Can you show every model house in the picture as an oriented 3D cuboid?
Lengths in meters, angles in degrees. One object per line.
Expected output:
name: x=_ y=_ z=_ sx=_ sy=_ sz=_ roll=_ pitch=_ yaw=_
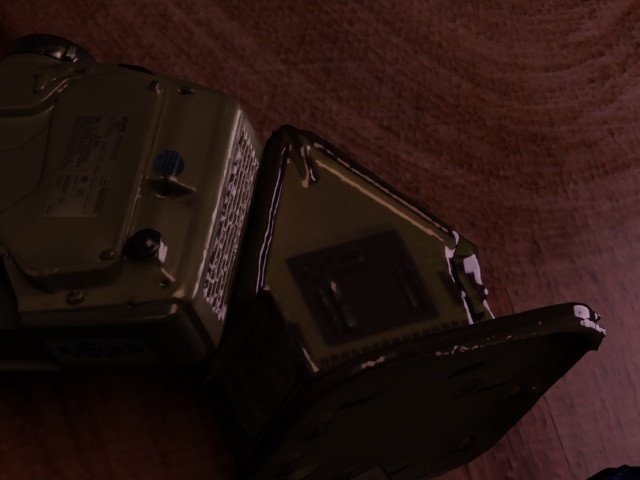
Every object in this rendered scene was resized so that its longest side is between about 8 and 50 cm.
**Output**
model house: x=0.000 y=0.000 z=0.998 sx=0.204 sy=0.218 sz=0.279 roll=-11 pitch=65 yaw=-30

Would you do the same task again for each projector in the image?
projector: x=-0.174 y=-0.026 z=0.921 sx=0.269 sy=0.088 sz=0.194 roll=0 pitch=56 yaw=17

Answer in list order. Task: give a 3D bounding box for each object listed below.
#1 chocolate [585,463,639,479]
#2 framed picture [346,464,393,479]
chocolate: x=0.086 y=0.237 z=0.972 sx=0.343 sy=0.126 sz=0.148 roll=-22 pitch=117 yaw=-26
framed picture: x=0.012 y=0.273 z=0.838 sx=0.232 sy=0.024 sz=0.315 roll=-24 pitch=48 yaw=-16
